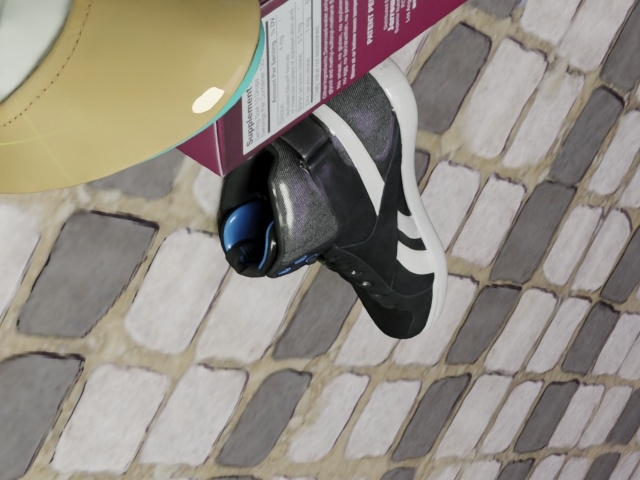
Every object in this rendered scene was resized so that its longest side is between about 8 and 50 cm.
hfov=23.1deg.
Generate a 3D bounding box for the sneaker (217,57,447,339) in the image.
[{"bbox_3d":[0.000,0.000,0.889,0.121,0.079,0.217,-39,139,-24],"label":"sneaker"}]

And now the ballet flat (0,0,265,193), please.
[{"bbox_3d":[-0.123,-0.057,0.486,0.073,0.232,0.080,32,64,-45],"label":"ballet flat"}]

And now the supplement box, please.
[{"bbox_3d":[-0.016,-0.125,0.696,0.188,0.104,0.081,-38,147,-30],"label":"supplement box"}]
